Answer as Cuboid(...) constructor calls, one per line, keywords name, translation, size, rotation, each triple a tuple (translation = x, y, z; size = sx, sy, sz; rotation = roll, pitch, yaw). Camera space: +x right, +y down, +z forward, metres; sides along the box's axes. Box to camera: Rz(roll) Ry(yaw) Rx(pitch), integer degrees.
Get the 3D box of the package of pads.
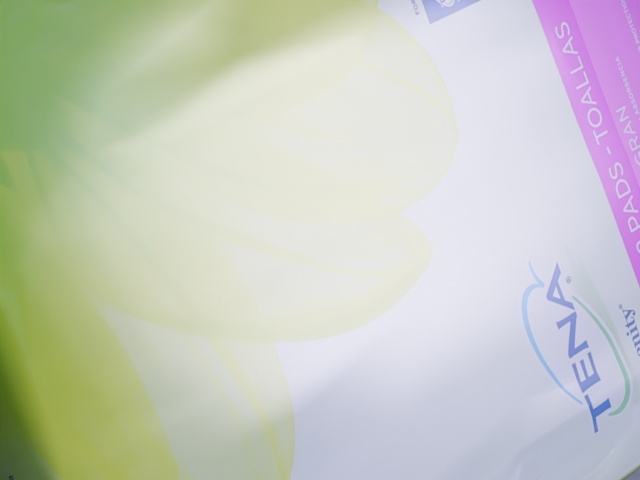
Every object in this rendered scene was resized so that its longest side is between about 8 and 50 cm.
Cuboid(name="package of pads", translation=(0.000, 0.000, 0.551), size=(0.296, 0.101, 0.229), rotation=(-28, 101, -36))
